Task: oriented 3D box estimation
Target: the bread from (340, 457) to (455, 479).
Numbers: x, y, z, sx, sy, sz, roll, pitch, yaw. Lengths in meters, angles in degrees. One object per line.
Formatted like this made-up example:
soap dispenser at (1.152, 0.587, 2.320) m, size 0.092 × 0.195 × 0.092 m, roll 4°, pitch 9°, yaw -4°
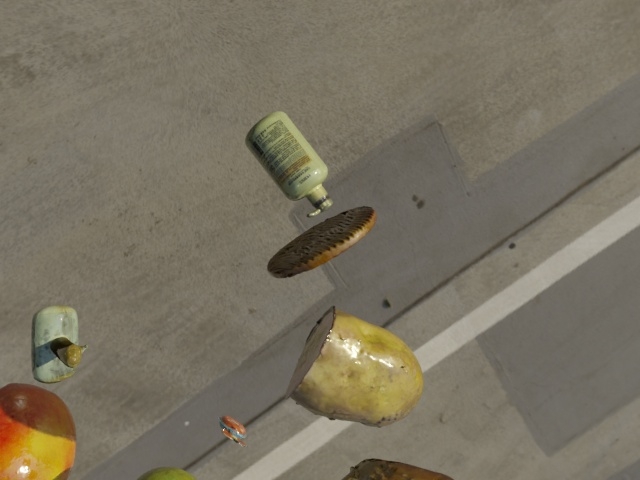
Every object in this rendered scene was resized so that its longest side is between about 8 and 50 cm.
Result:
bread at (0.074, 0.351, 0.413) m, size 0.246 × 0.195 × 0.176 m, roll -56°, pitch 139°, yaw -37°

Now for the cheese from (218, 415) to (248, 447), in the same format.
cheese at (-0.262, 0.570, 1.383) m, size 0.106 × 0.256 × 0.037 m, roll 34°, pitch 73°, yaw -5°

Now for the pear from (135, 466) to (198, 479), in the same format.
pear at (-0.397, 0.688, 1.170) m, size 0.212 × 0.212 × 0.269 m, roll 29°, pitch 134°, yaw -27°

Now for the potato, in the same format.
potato at (0.087, 0.275, 0.943) m, size 0.266 × 0.229 × 0.229 m, roll 27°, pitch 106°, yaw -7°

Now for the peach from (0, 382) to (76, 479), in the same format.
peach at (-0.911, 0.606, 1.412) m, size 0.306 × 0.380 × 0.242 m, roll -11°, pitch 138°, yaw -49°

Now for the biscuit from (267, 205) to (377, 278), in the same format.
biscuit at (0.000, 0.000, 1.185) m, size 0.318 × 0.318 × 0.040 m, roll -31°, pitch 102°, yaw -1°

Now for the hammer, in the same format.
hammer at (-0.638, 0.263, 1.142) m, size 0.113 × 0.305 × 0.202 m, roll -3°, pitch 87°, yaw -39°

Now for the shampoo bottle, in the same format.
shampoo bottle at (-0.038, -0.111, 0.698) m, size 0.079 × 0.079 × 0.162 m, roll -38°, pitch 90°, yaw 4°
